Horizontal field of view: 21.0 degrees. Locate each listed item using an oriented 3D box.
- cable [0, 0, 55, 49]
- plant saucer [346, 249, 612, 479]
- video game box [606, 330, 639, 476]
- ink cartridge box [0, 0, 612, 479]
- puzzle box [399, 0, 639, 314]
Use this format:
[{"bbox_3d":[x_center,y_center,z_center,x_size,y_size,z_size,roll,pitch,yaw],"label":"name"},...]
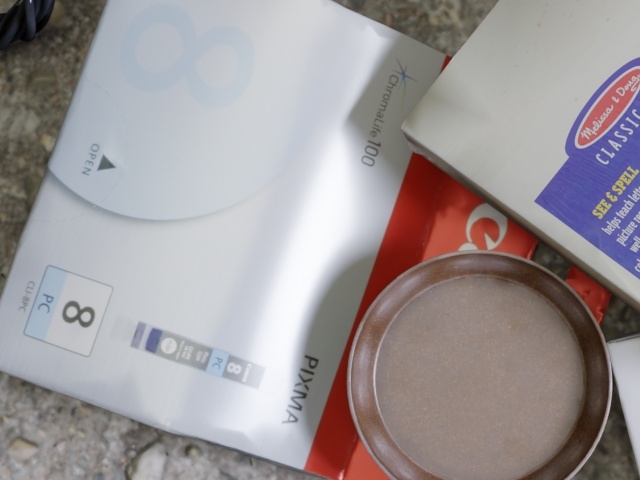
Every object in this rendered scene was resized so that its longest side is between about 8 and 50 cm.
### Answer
[{"bbox_3d":[-0.231,-0.224,1.235,0.151,0.047,0.184,23,106,30],"label":"cable"},{"bbox_3d":[0.102,0.090,1.112,0.168,0.029,0.168,0,89,7],"label":"plant saucer"},{"bbox_3d":[0.300,0.129,1.080,0.205,0.048,0.187,-15,88,17],"label":"video game box"},{"bbox_3d":[0.000,0.000,1.160,0.385,0.091,0.308,18,84,14],"label":"ink cartridge box"},{"bbox_3d":[0.277,-0.146,1.084,0.272,0.052,0.409,39,88,21],"label":"puzzle box"}]
